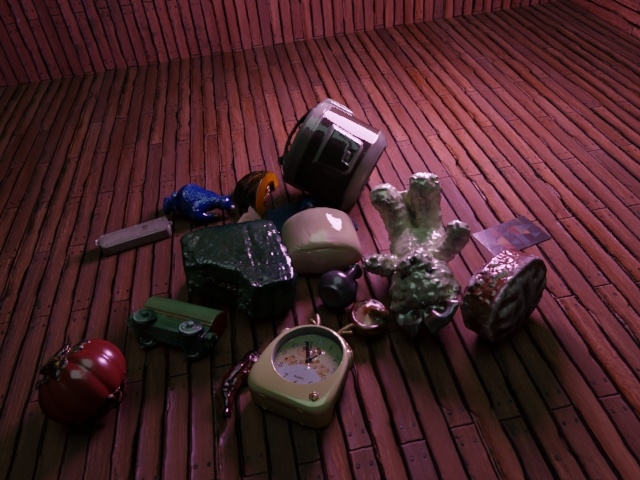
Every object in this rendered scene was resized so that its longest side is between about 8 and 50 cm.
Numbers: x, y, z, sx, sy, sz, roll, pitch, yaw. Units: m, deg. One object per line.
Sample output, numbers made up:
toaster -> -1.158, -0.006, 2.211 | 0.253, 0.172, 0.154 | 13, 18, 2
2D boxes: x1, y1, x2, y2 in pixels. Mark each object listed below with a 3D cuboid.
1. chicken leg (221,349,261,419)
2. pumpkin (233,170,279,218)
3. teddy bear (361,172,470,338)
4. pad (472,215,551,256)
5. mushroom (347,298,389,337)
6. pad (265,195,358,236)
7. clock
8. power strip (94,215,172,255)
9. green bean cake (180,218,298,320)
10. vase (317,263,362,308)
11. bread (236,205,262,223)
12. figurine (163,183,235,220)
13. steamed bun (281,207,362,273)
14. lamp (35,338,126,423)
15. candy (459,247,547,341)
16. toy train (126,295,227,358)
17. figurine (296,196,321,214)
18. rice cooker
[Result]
chicken leg -> -0.215, 0.372, 1.458 | 0.093, 0.053, 0.205 | 29, 54, 16
pumpkin -> -0.273, -0.190, 2.083 | 0.162, 0.111, 0.279 | 1, 41, 16
teddy bear -> 0.264, 0.029, 1.570 | 0.327, 0.376, 0.362 | -14, 13, 20
pad -> 0.631, -0.015, 1.829 | 0.211, 0.003, 0.143 | -20, 42, -14
mushroom -> 0.135, 0.216, 1.558 | 0.127, 0.087, 0.127 | 0, 39, 0
pad -> -0.035, -0.072, 1.982 | 0.269, 0.012, 0.269 | -21, 42, -16
clock -> -0.026, 0.321, 1.450 | 0.234, 0.096, 0.308 | 14, 44, 25
power strip -> -0.659, -0.015, 1.970 | 0.272, 0.052, 0.078 | -19, 42, -13
green bean cake -> -0.248, 0.094, 1.652 | 0.307, 0.169, 0.300 | -8, 45, -18
vase -> 0.068, 0.127, 1.663 | 0.120, 0.120, 0.183 | 14, 31, 23
bread -> -0.206, -0.050, 1.929 | 0.152, 0.077, 0.105 | 13, 45, 20
figurine -> -0.446, -0.147, 2.042 | 0.262, 0.121, 0.164 | -3, 36, 0
steamed bun -> 0.000, 0.000, 1.776 | 0.250, 0.155, 0.200 | -9, 46, -2
lamp -> -0.598, 0.361, 1.405 | 0.226, 0.227, 0.227 | -4, 40, 3
candy -> 0.494, 0.144, 1.497 | 0.289, 0.214, 0.157 | -34, 43, -31
toy train -> -0.410, 0.237, 1.601 | 0.285, 0.116, 0.177 | 9, 31, 19
figurine -> -0.015, -0.095, 1.942 | 0.149, 0.087, 0.086 | 33, 16, 36
rice cooker -> 0.038, -0.306, 1.952 | 0.325, 0.335, 0.335 | 29, 47, 3
